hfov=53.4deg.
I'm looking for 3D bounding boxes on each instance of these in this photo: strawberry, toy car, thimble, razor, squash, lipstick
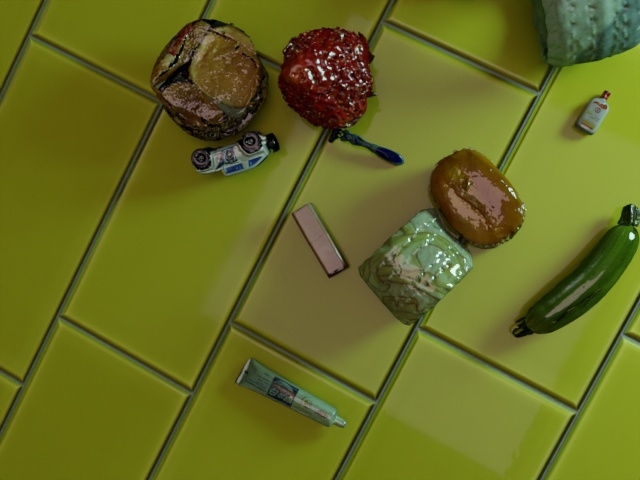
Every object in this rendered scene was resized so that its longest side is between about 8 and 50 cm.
[{"bbox_3d":[0.006,-0.302,1.165,0.184,0.202,0.186,50,116,23],"label":"strawberry"},{"bbox_3d":[-0.164,-0.166,1.241,0.171,0.080,0.070,-17,99,5],"label":"toy car"},{"bbox_3d":[0.178,0.046,1.164,0.190,0.137,0.143,-42,82,-6],"label":"thimble"},{"bbox_3d":[0.090,-0.182,1.231,0.155,0.028,0.044,26,93,8],"label":"razor"},{"bbox_3d":[0.479,0.074,1.149,0.080,0.071,0.318,42,95,7],"label":"squash"},{"bbox_3d":[0.000,0.000,1.234,0.045,0.045,0.145,-31,86,9],"label":"lipstick"},{"bbox_3d":[0.445,-0.431,1.092,0.172,0.205,0.249,-10,105,14],"label":"thimble"}]

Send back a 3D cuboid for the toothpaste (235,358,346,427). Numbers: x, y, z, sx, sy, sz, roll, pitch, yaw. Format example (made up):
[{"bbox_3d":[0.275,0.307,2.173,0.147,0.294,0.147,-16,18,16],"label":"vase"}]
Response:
[{"bbox_3d":[-0.055,0.306,1.247,0.234,0.038,0.060,26,90,11],"label":"toothpaste"}]

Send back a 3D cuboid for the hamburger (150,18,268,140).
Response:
[{"bbox_3d":[-0.209,-0.308,1.233,0.231,0.107,0.230,-1,79,3],"label":"hamburger"}]

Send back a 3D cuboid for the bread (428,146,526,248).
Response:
[{"bbox_3d":[0.285,-0.075,1.164,0.132,0.114,0.190,-41,79,9],"label":"bread"}]

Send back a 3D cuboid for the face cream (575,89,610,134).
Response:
[{"bbox_3d":[0.506,-0.237,1.172,0.040,0.021,0.083,31,94,7],"label":"face cream"}]
